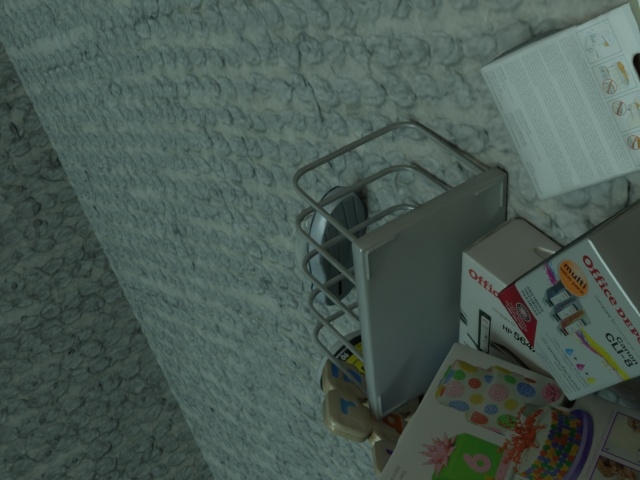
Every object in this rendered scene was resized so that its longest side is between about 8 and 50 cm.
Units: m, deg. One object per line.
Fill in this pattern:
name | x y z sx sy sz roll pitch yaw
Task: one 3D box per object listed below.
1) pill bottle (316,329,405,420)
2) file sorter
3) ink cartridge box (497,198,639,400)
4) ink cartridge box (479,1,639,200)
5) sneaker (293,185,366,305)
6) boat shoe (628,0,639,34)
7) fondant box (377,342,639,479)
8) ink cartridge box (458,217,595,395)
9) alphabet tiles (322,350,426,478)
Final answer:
pill bottle | 0.100 0.237 1.504 0.208 0.119 0.119 42 151 34
file sorter | 0.087 0.028 1.203 0.173 0.192 0.278 43 152 40
ink cartridge box | 0.275 0.047 0.925 0.128 0.127 0.176 57 155 8
ink cartridge box | 0.245 -0.126 0.919 0.179 0.045 0.145 -18 101 47
sneaker | 0.000 0.000 1.457 0.091 0.094 0.258 44 153 23
boat shoe | 0.289 -0.134 0.744 0.079 0.084 0.233 3 117 63
fondant box | 0.231 0.267 0.998 0.330 0.238 0.096 21 142 20
ink cartridge box | 0.230 0.099 1.126 0.148 0.086 0.203 40 150 37
alphabet tiles | 0.133 0.233 1.264 0.278 0.284 0.021 -94 28 -63
